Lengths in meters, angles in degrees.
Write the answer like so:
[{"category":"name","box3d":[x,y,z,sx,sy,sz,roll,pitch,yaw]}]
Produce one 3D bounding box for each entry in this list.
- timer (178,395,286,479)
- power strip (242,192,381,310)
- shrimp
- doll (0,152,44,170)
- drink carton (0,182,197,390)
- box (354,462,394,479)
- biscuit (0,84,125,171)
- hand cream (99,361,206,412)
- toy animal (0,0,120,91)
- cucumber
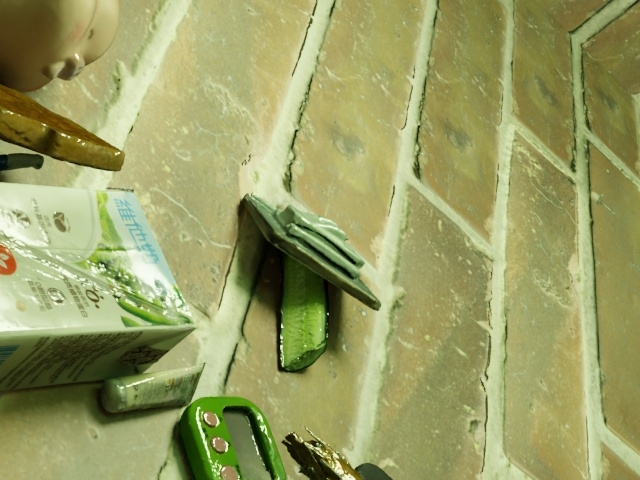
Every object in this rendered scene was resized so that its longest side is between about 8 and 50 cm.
[{"category":"timer","box3d":[-0.105,0.253,1.508,0.128,0.047,0.140,8,52,-47]},{"category":"power strip","box3d":[0.000,0.000,1.807,0.213,0.064,0.198,34,6,-25]},{"category":"shrimp","box3d":[0.026,0.338,1.524,0.150,0.068,0.249,-19,68,-43]},{"category":"doll","box3d":[-0.420,-0.074,1.387,0.227,0.114,0.057,7,26,-40]},{"category":"drink carton","box3d":[-0.311,0.050,1.365,0.324,0.132,0.194,1,57,-54]},{"category":"box","box3d":[0.101,0.406,1.622,0.212,0.042,0.201,44,32,-14]},{"category":"biscuit","box3d":[-0.363,-0.145,1.435,0.301,0.043,0.278,27,6,-8]},{"category":"hand cream","box3d":[-0.193,0.171,1.473,0.039,0.061,0.143,33,21,34]},{"category":"toy animal","box3d":[-0.400,-0.333,1.587,0.269,0.237,0.326,-22,73,-46]},{"category":"cucumber","box3d":[-0.020,0.090,1.771,0.046,0.070,0.220,63,18,-47]}]
